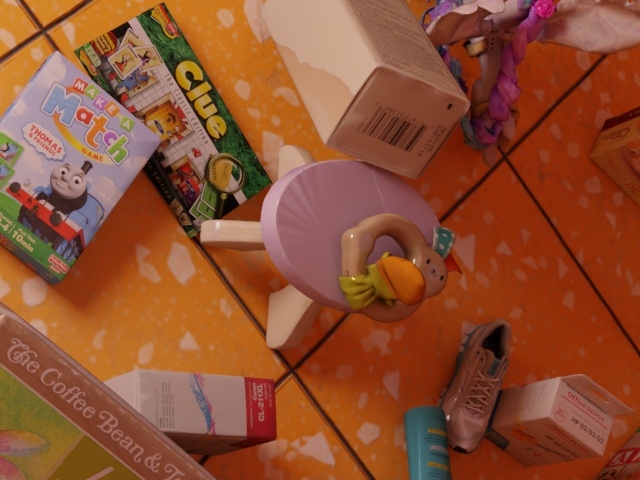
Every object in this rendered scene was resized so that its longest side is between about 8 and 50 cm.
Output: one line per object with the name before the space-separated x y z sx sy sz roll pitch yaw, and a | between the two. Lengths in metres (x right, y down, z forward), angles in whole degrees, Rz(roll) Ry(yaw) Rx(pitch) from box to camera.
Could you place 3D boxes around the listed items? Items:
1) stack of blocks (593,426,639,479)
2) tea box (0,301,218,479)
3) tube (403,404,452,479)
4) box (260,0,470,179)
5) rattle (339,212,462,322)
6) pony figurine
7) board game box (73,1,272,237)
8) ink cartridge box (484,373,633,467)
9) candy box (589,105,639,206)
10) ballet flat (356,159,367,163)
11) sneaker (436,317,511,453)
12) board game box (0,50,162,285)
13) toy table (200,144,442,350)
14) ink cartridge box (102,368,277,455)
stack of blocks | 0.521 0.407 2.155 0.171 0.087 0.297 -40 101 -36
tea box | -0.295 0.271 1.456 0.329 0.220 0.323 42 81 -19
tube | 0.136 0.306 1.897 0.080 0.052 0.207 18 52 -32
box | 0.047 -0.225 1.873 0.148 0.121 0.311 19 29 -30
rattle | 0.129 0.023 1.751 0.200 0.143 0.130 2 69 -38
pony figurine | 0.253 -0.313 2.026 0.303 0.351 0.363 2 72 -14
board game box | -0.173 -0.146 1.852 0.136 0.030 0.259 -38 100 -39
ink cartridge box | 0.300 0.233 1.985 0.104 0.181 0.061 35 59 -23
candy box | 0.571 -0.075 2.270 0.316 0.183 0.087 41 58 -20
ballet flat | 0.080 -0.145 2.021 0.067 0.073 0.206 24 57 2
sneaker | 0.203 0.181 1.987 0.071 0.083 0.190 22 63 -11
board game box | -0.297 -0.082 1.722 0.160 0.039 0.211 40 62 -18
toy table | 0.000 0.000 1.832 0.274 0.161 0.252 26 68 -37
ink cartridge box | -0.155 0.191 1.703 0.175 0.127 0.072 8 72 -34
